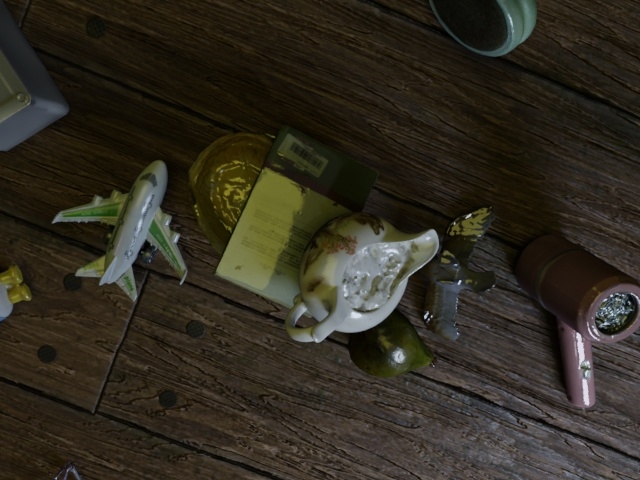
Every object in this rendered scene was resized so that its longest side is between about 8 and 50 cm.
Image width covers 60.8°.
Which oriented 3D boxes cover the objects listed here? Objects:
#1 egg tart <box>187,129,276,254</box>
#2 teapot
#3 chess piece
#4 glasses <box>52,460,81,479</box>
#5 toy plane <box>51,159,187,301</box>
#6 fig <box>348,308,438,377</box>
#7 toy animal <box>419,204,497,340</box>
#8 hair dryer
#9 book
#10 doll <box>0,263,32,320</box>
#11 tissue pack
[{"bbox_3d":[-0.133,-0.079,0.990,0.232,0.098,0.252,13,93,-6],"label":"egg tart"},{"bbox_3d":[0.057,0.063,0.905,0.298,0.139,0.204,-40,121,-20],"label":"teapot"},{"bbox_3d":[0.344,-0.477,0.911,0.194,0.194,0.299,45,85,-6],"label":"chess piece"},{"bbox_3d":[-0.499,0.519,1.090,0.104,0.062,0.140,35,96,-27],"label":"glasses"},{"bbox_3d":[-0.338,-0.029,0.987,0.251,0.101,0.255,25,92,-4],"label":"toy plane"},{"bbox_3d":[0.147,0.197,1.013,0.185,0.126,0.132,19,83,0],"label":"fig"},{"bbox_3d":[0.219,0.041,0.993,0.197,0.160,0.272,19,89,-2],"label":"toy animal"},{"bbox_3d":[0.478,0.181,0.990,0.125,0.210,0.352,-19,112,-4],"label":"hair dryer"},{"bbox_3d":[-0.039,-0.032,0.957,0.201,0.026,0.289,26,87,-14],"label":"book"},{"bbox_3d":[-0.664,0.119,1.000,0.241,0.098,0.135,-18,137,2],"label":"doll"},{"bbox_3d":[-0.585,-0.295,0.930,0.159,0.136,0.246,-30,97,3],"label":"tissue pack"}]
